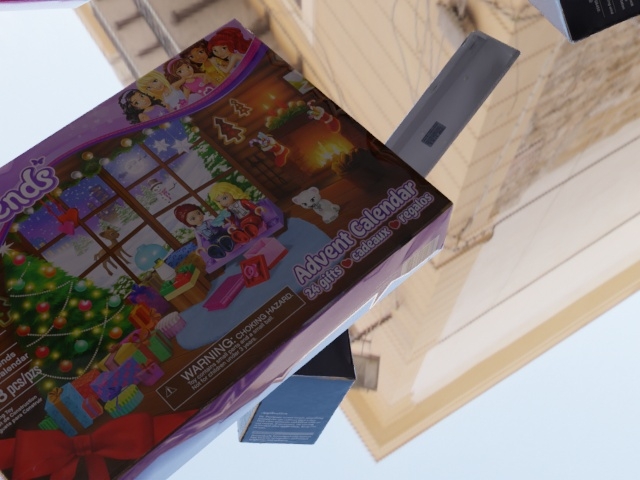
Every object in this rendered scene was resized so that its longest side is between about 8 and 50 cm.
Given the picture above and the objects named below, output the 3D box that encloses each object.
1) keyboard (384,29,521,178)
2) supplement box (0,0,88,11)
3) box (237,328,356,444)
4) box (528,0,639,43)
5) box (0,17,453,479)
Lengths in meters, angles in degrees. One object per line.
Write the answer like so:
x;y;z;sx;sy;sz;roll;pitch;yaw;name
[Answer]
0.120;-0.121;1.161;0.072;0.014;0.256;39;-88;35;keyboard
-0.356;-0.295;1.077;0.220;0.114;0.111;-8;-81;-23;supplement box
-0.035;0.118;1.131;0.093;0.158;0.156;5;-127;-17;box
0.452;-0.462;1.526;0.313;0.343;0.179;-21;-68;8;box
-0.095;0.011;0.615;0.293;0.057;0.201;-38;-113;-23;box
